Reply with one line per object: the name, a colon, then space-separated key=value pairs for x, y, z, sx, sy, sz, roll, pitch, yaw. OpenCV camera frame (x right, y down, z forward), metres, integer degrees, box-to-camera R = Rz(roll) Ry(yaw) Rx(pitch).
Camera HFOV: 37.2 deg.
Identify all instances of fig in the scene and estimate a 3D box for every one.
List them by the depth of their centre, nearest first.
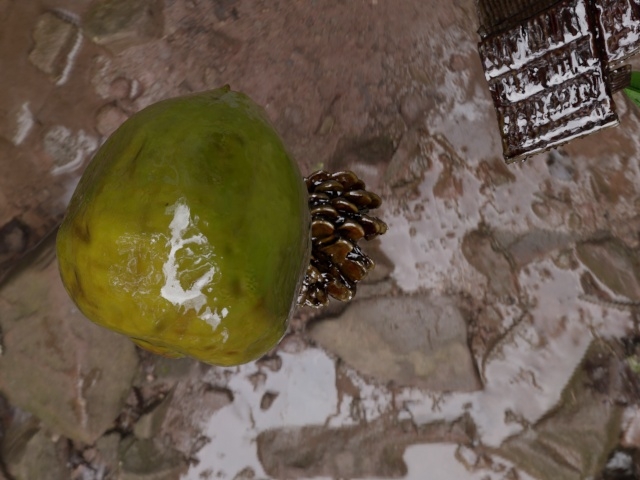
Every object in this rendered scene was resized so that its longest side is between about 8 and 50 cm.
fig: x=-0.157 y=-0.020 z=1.204 sx=0.343 sy=0.343 sz=0.343 roll=1 pitch=110 yaw=3

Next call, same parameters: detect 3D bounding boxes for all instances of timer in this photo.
timer: x=0.592 y=-0.239 z=1.635 sx=0.128 sy=0.140 sz=0.047 roll=32 pitch=94 yaw=-33

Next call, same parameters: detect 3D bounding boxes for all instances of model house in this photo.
model house: x=0.378 y=-0.266 z=1.402 sx=0.317 sy=0.282 sz=0.297 roll=-23 pitch=147 yaw=22

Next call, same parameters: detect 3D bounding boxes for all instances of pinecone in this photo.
pinecone: x=-0.010 y=-0.002 z=1.690 sx=0.243 sy=0.257 sz=0.243 roll=24 pitch=149 yaw=16
